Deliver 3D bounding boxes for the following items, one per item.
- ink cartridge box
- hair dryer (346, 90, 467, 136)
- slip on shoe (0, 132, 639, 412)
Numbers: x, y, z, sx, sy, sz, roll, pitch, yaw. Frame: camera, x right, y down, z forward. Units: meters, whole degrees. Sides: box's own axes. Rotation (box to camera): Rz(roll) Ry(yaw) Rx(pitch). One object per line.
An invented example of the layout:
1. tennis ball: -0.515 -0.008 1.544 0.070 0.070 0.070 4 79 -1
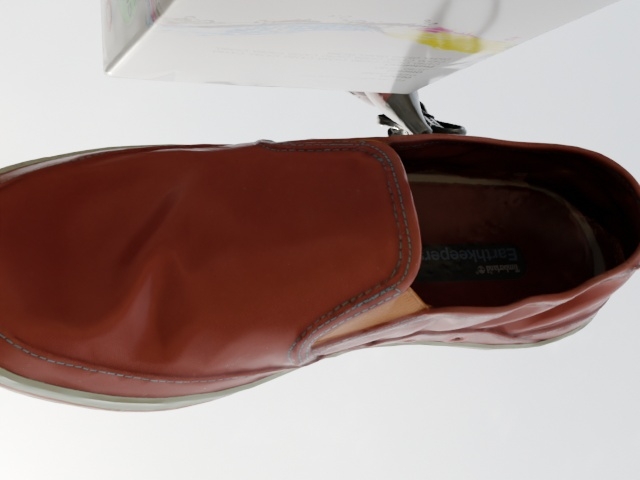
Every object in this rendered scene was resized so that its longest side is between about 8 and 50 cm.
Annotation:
1. ink cartridge box: 0.018 -0.193 0.460 0.270 0.197 0.198 169 -81 -66
2. hair dryer: 0.049 -0.136 0.718 0.080 0.223 0.293 -41 -97 2
3. slip on shoe: 0.000 0.000 0.430 0.101 0.331 0.123 130 -45 -58
